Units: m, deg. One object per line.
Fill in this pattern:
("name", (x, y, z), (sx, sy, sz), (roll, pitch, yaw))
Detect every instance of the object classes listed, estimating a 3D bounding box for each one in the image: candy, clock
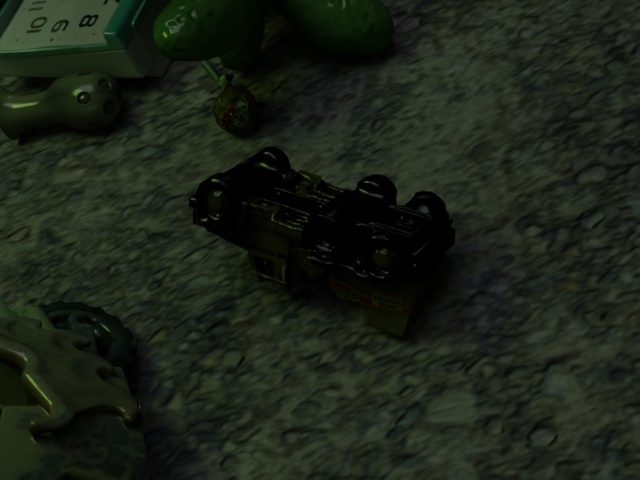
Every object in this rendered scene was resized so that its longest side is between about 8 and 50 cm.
("candy", (-0.123, -0.191, 1.577), (0.060, 0.060, 0.201), (-29, 40, -5))
("clock", (-0.284, -0.312, 1.698), (0.231, 0.116, 0.262), (1, 50, 27))

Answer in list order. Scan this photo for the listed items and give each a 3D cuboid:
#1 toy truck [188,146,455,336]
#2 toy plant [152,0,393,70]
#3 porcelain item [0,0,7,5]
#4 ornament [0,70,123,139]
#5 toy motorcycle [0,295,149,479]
("toy truck", (-0.001, -0.005, 1.309), (0.257, 0.127, 0.127), (21, 33, 21))
("toy plant", (-0.107, -0.352, 1.536), (0.317, 0.210, 0.356), (-5, 67, -36))
("porcelain item", (-0.431, -0.412, 1.823), (0.147, 0.114, 0.147), (-13, 46, 15))
("ornament", (-0.321, -0.171, 1.609), (0.156, 0.074, 0.081), (-9, 35, 15))
("toy motorcycle", (-0.267, 0.193, 1.197), (0.237, 0.168, 0.410), (8, 34, -21))
